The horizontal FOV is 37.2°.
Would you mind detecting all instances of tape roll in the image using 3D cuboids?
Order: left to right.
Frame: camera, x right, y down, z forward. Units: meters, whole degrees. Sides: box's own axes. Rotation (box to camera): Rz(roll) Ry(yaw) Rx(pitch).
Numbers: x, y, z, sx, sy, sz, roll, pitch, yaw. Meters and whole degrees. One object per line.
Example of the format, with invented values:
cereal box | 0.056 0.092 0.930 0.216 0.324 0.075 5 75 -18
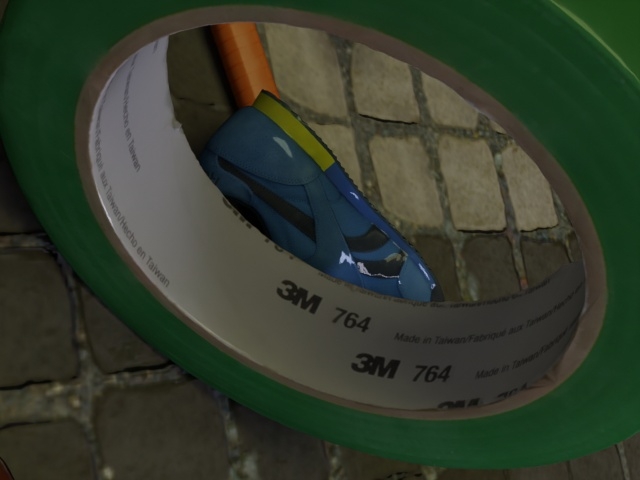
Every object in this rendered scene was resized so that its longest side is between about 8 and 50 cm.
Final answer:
tape roll | 0.014 -0.021 0.429 0.321 0.321 0.077 46 48 -22

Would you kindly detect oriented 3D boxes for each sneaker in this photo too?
sneaker | 0.000 0.000 0.604 0.082 0.069 0.209 -49 126 -5

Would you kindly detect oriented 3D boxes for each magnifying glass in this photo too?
magnifying glass | -0.066 -0.166 0.609 0.092 0.026 0.231 -20 94 -31

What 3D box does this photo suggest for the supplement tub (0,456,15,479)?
supplement tub | -0.202 0.136 0.316 0.198 0.106 0.106 -16 86 -46
